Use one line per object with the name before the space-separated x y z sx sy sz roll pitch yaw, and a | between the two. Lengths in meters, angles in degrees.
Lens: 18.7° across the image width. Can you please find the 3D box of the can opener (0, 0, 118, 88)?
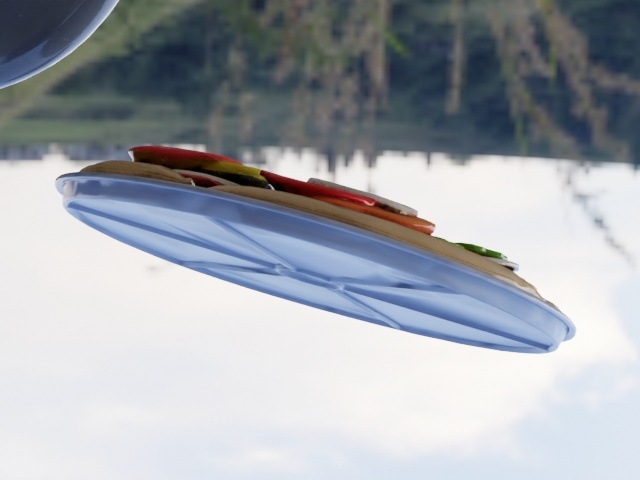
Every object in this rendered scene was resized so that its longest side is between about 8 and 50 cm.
can opener | -0.202 -0.062 0.778 0.280 0.093 0.074 -31 -170 18

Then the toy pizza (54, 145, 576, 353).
toy pizza | 0.000 0.000 0.726 0.201 0.032 0.201 16 172 2
